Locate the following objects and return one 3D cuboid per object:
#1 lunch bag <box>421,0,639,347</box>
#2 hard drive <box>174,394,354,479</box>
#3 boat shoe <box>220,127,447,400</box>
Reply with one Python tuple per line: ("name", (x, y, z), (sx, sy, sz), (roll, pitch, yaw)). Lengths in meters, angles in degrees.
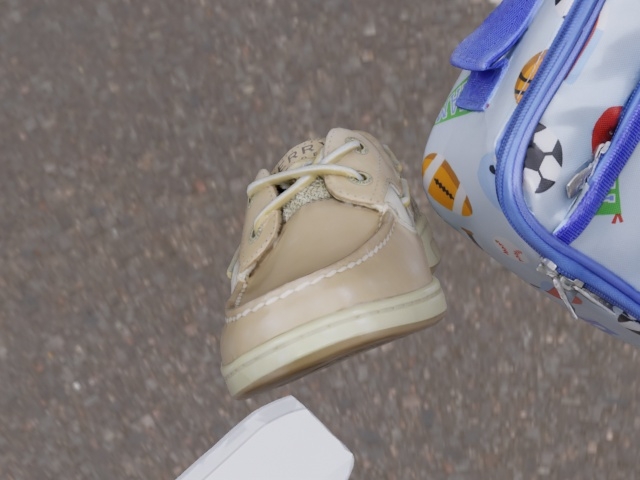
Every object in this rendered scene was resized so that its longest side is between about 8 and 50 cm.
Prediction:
("lunch bag", (0.199, -0.088, 0.865), (0.303, 0.243, 0.115), (-61, 29, -8))
("hard drive", (-0.107, 0.207, 0.669), (0.047, 0.353, 0.233), (43, 65, 11))
("boat shoe", (0.000, 0.000, 0.792), (0.109, 0.302, 0.098), (-21, 96, 11))
